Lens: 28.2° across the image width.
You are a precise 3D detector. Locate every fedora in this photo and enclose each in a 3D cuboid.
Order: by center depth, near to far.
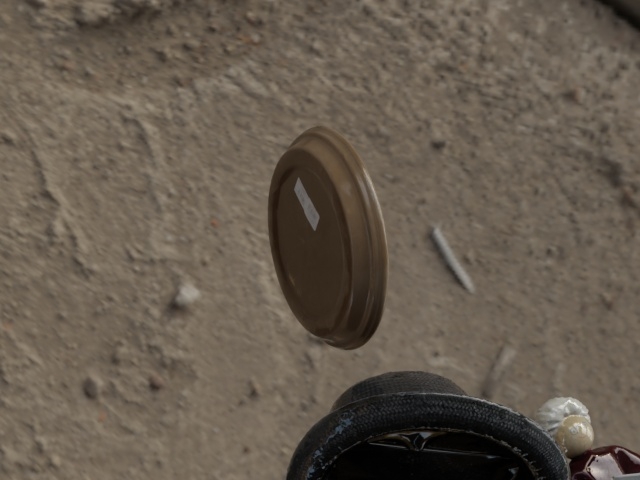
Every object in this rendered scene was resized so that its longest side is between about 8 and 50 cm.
[{"bbox_3d":[0.123,0.255,1.511,0.334,0.152,0.334,-2,126,-2],"label":"fedora"}]

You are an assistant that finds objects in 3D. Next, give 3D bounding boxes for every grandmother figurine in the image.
[{"bbox_3d":[0.439,0.384,1.906,0.207,0.104,0.342,-21,72,-40],"label":"grandmother figurine"}]

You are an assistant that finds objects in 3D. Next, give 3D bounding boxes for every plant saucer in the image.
[{"bbox_3d":[0.000,0.000,1.554,0.041,0.278,0.278,-9,110,-25],"label":"plant saucer"}]

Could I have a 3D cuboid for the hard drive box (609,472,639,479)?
[{"bbox_3d":[0.357,0.342,1.341,0.232,0.089,0.181,54,30,-73],"label":"hard drive box"}]
